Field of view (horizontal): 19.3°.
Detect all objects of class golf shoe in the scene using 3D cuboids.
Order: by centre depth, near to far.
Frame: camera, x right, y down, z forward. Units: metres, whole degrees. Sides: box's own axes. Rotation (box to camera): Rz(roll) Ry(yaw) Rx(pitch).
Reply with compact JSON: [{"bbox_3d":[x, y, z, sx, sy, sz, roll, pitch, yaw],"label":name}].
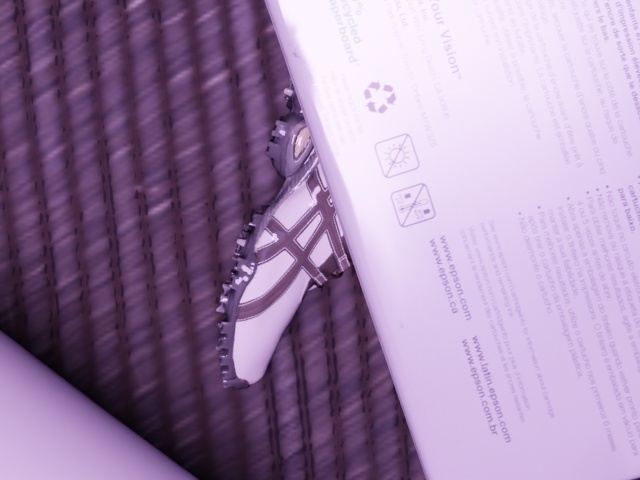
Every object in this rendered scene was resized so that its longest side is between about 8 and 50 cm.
[{"bbox_3d":[0.000,0.000,1.071,0.094,0.077,0.198,19,99,-2],"label":"golf shoe"}]

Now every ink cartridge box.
[{"bbox_3d":[0.172,-0.044,0.996,0.330,0.071,0.324,-17,100,6],"label":"ink cartridge box"}]

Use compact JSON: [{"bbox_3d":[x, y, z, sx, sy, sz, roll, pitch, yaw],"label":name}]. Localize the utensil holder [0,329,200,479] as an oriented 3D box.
[{"bbox_3d":[-0.213,0.209,0.979,0.385,0.327,0.327,38,97,-3],"label":"utensil holder"}]
